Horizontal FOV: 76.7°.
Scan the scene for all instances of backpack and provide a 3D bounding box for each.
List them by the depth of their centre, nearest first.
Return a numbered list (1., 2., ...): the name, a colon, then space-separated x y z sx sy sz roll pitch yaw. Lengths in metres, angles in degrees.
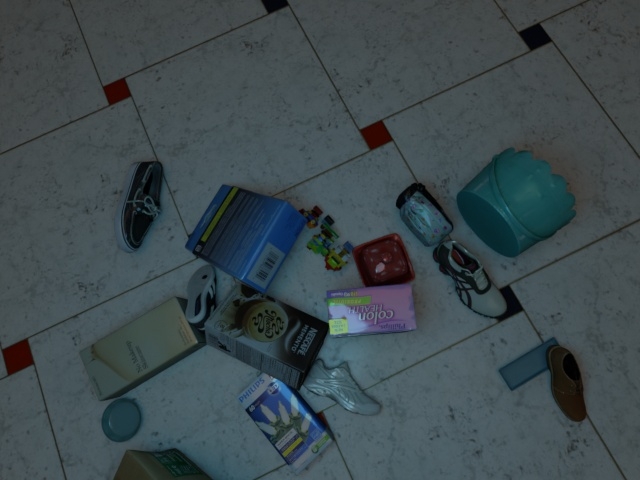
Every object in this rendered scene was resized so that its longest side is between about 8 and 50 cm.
1. backpack: 0.311 -0.073 1.218 0.115 0.152 0.182 -41 80 10

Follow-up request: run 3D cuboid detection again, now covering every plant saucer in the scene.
1. plant saucer: 0.601 0.350 1.149 0.192 0.018 0.067 -29 76 -5
2. plant saucer: -0.574 0.520 1.177 0.119 0.021 0.119 -1 76 3

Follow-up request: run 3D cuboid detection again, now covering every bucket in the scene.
1. bucket: 0.538 -0.099 1.143 0.183 0.281 0.281 -38 77 -3

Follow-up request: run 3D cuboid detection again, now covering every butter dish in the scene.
1. butter dish: 0.189 0.061 1.193 0.160 0.118 0.159 -19 77 -2

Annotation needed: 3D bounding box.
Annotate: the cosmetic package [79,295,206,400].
1. cosmetic package: -0.506 0.311 1.178 0.309 0.113 0.160 -31 77 -5

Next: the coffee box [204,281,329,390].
1. coffee box: -0.147 0.260 1.126 0.297 0.119 0.168 22 47 11

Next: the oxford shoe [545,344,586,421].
1. oxford shoe: 0.677 0.396 1.098 0.076 0.076 0.212 -17 88 -5

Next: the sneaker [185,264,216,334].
1. sneaker: -0.344 0.187 1.220 0.079 0.121 0.217 -13 41 9

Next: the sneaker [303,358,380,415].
1. sneaker: 0.069 0.405 1.134 0.232 0.090 0.115 24 75 8

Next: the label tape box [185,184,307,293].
1. label tape box: -0.237 -0.019 1.223 0.348 0.115 0.249 19 75 45

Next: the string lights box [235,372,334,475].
1. string lights box: -0.098 0.491 1.126 0.133 0.077 0.259 -42 77 -6

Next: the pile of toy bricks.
1. pile of toy bricks: 0.000 0.000 1.241 0.212 0.118 0.105 47 118 3

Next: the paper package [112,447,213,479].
1. paper package: -0.385 0.720 0.975 0.325 0.168 0.309 11 74 38

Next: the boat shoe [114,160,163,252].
1. boat shoe: -0.559 -0.111 1.284 0.105 0.113 0.306 -3 66 17

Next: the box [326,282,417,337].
1. box: 0.130 0.198 1.100 0.214 0.243 0.117 -5 76 3

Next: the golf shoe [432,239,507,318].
1. golf shoe: 0.435 0.113 1.167 0.105 0.120 0.273 -39 79 -8
